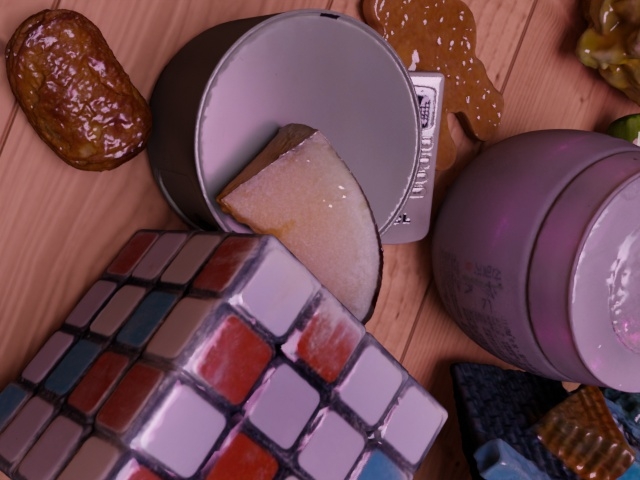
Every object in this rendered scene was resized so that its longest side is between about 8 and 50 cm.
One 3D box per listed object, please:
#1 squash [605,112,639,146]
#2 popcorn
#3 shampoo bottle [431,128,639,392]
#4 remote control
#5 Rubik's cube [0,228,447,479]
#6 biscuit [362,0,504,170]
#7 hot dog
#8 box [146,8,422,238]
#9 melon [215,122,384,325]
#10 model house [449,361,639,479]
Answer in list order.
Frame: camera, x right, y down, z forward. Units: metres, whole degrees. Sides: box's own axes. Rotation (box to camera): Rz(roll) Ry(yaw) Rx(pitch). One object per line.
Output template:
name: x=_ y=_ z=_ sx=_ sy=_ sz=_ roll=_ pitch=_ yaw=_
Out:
squash: x=0.393 y=-0.018 z=1.072 sx=0.082 sy=0.082 sz=0.293 roll=-9 pitch=103 yaw=-26
popcorn: x=0.439 y=-0.259 z=0.990 sx=0.259 sy=0.212 sz=0.259 roll=-4 pitch=98 yaw=-34
shampoo bottle: x=0.277 y=0.017 z=0.913 sx=0.272 sy=0.266 sz=0.273 roll=-6 pitch=103 yaw=-28
remote control: x=0.082 y=-0.087 z=0.901 sx=0.087 sy=0.029 sz=0.190 roll=0 pitch=110 yaw=-14
Rubik's cube: x=-0.095 y=0.162 z=0.726 sx=0.256 sy=0.259 sz=0.253 roll=47 pitch=67 yaw=-28
biscuit: x=0.117 y=-0.195 z=0.920 sx=0.144 sy=0.040 sz=0.236 roll=-36 pitch=114 yaw=-23
hot dog: x=-0.212 y=-0.131 z=0.739 sx=0.099 sy=0.065 sz=0.147 roll=-39 pitch=103 yaw=-16
box: x=-0.037 y=-0.096 z=0.789 sx=0.226 sy=0.149 sz=0.226 roll=-5 pitch=102 yaw=-28
melon: x=0.004 y=-0.007 z=0.715 sx=0.098 sy=0.054 sz=0.182 roll=-47 pitch=118 yaw=-7
model house: x=0.251 y=0.228 z=0.932 sx=0.226 sy=0.261 sz=0.241 roll=-41 pitch=117 yaw=17
